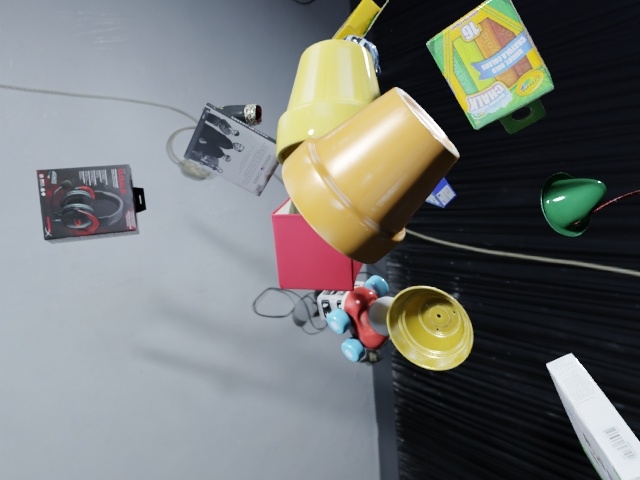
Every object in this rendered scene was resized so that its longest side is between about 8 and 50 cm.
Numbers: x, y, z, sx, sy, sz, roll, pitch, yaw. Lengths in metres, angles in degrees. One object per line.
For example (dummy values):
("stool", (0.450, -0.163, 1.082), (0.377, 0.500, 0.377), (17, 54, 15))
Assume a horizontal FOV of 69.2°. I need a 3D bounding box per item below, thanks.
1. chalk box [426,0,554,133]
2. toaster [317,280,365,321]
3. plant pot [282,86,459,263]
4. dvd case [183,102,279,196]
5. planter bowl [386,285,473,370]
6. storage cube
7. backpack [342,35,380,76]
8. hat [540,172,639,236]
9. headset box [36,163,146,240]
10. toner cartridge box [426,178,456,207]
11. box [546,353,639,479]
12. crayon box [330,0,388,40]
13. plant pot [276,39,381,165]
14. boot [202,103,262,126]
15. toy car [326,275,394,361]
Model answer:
("chalk box", (0.397, -0.376, 1.040), (0.289, 0.180, 0.179), (55, 33, -11))
("toaster", (0.102, 0.247, 1.896), (0.185, 0.168, 0.110), (-37, 118, -48))
("plant pot", (0.082, -0.102, 0.660), (0.205, 0.188, 0.205), (37, 27, -23))
("dvd case", (-0.235, -0.242, 1.274), (0.238, 0.179, 0.030), (27, 36, -15))
("planter bowl", (0.281, 0.202, 1.151), (0.090, 0.217, 0.217), (-25, 108, -54))
("storage cube", (0.000, 0.000, 1.151), (0.184, 0.214, 0.193), (-58, 145, -67))
("backpack", (0.131, -0.611, 1.604), (0.116, 0.158, 0.173), (-23, 133, -43))
("hat", (0.697, -0.120, 1.165), (0.208, 0.183, 0.173), (-36, 93, -25))
("headset box", (-0.707, -0.117, 1.461), (0.293, 0.110, 0.218), (-7, 85, -19))
("toner cartridge box", (0.407, -0.250, 1.941), (0.075, 0.348, 0.165), (-42, 113, -3))
("box", (0.522, 0.388, 0.826), (0.058, 0.232, 0.322), (-27, 120, 11))
("crayon box", (0.113, -0.801, 1.806), (0.081, 0.318, 0.202), (37, 59, -16))
("plant pot", (0.032, -0.288, 1.019), (0.254, 0.254, 0.239), (8, 78, -37))
("boot", (-0.277, -0.404, 1.549), (0.178, 0.236, 0.085), (-3, 99, 6))
("toy car", (0.186, 0.240, 1.375), (0.219, 0.238, 0.210), (-36, 109, -30))
